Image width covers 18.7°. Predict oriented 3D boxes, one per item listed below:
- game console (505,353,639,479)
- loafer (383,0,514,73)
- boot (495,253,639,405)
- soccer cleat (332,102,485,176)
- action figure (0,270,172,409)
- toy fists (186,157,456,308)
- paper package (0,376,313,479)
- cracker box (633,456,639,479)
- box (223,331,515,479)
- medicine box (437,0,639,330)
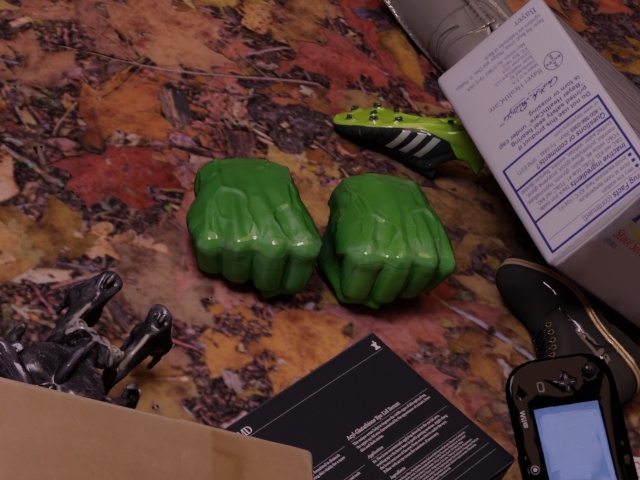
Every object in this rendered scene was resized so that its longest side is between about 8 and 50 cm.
[{"bbox_3d":[0.231,0.278,1.712,0.213,0.044,0.361,-4,71,-22],"label":"game console"},{"bbox_3d":[0.185,-0.232,2.310,0.319,0.112,0.111,39,33,17],"label":"loafer"},{"bbox_3d":[0.231,0.108,1.989,0.198,0.077,0.137,40,47,19],"label":"boot"},{"bbox_3d":[0.100,-0.110,2.173,0.179,0.072,0.060,7,26,11],"label":"soccer cleat"},{"bbox_3d":[-0.221,0.131,1.681,0.164,0.141,0.276,30,24,4],"label":"action figure"},{"bbox_3d":[0.000,0.000,1.973,0.279,0.096,0.142,8,32,-18],"label":"toy fists"},{"bbox_3d":[-0.152,0.300,1.429,0.309,0.168,0.325,17,45,-28],"label":"paper package"},{"bbox_3d":[0.327,0.285,1.840,0.232,0.067,0.156,8,43,-20],"label":"cracker box"},{"bbox_3d":[0.018,0.219,1.730,0.184,0.103,0.261,43,43,17],"label":"box"},{"bbox_3d":[0.298,-0.073,2.073,0.263,0.149,0.289,32,25,-48],"label":"medicine box"}]
